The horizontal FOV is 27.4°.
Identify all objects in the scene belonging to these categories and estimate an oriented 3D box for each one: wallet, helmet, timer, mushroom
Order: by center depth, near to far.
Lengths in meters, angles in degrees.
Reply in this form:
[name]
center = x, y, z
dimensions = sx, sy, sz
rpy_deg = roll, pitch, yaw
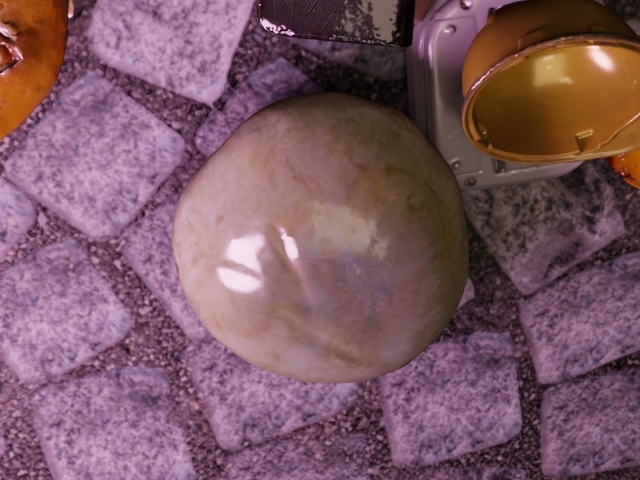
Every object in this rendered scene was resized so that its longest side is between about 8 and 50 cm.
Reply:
[wallet]
center = 0.026, -0.359, 1.324
dimensions = 0.172, 0.045, 0.318
rpy_deg = 7, 110, 3
[helmet]
center = 0.257, -0.193, 1.412
dimensions = 0.256, 0.140, 0.205
rpy_deg = 0, 145, -20
[mushroom]
center = 0.000, 0.000, 1.486
dimensions = 0.352, 0.260, 0.352
rpy_deg = -2, 121, -4
[timer]
center = 0.221, -0.188, 1.532
dimensions = 0.237, 0.087, 0.262
rpy_deg = -9, 115, -7

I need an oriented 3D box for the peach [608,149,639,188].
[peach]
center = 0.415, -0.135, 1.580
dimensions = 0.151, 0.118, 0.151
rpy_deg = 1, 81, -4

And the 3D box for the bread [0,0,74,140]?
[bread]
center = -0.437, -0.239, 1.323
dimensions = 0.358, 0.204, 0.337
rpy_deg = -38, 118, 12

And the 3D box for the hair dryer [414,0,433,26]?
[hair dryer]
center = -0.007, -0.390, 1.394
dimensions = 0.352, 0.125, 0.210
rpy_deg = 23, 110, -9
